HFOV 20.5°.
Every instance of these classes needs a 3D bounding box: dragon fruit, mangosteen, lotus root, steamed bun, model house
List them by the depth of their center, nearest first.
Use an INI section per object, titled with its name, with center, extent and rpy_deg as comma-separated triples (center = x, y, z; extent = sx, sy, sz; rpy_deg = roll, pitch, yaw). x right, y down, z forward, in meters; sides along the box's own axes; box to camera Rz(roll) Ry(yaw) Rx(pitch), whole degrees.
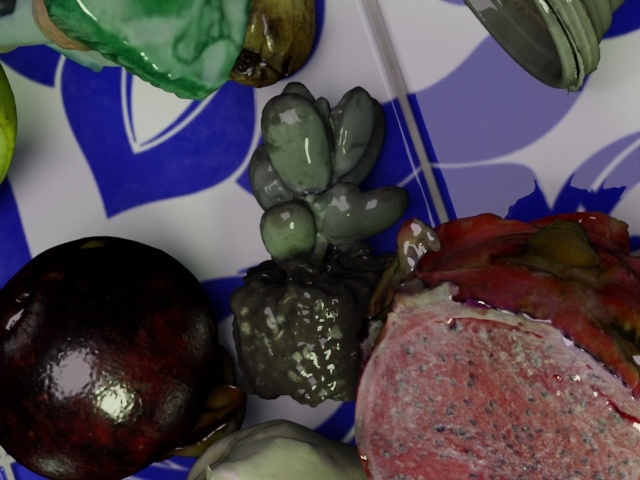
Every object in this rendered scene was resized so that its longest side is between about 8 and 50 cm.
[dragon fruit]
center = 0.197, 0.094, 1.413
extent = 0.296, 0.263, 0.314
rpy_deg = 14, 124, 23
[model house]
center = -0.213, -0.269, 1.536
extent = 0.325, 0.194, 0.267
rpy_deg = 3, 73, 48
[steamed bun]
center = -0.024, 0.301, 1.540
extent = 0.275, 0.206, 0.320
rpy_deg = 49, 134, 19
[lotus root]
center = -0.051, -0.230, 1.563
extent = 0.108, 0.094, 0.191
rpy_deg = 10, 88, -15
[mangosteen]
center = -0.179, 0.120, 1.586
extent = 0.265, 0.228, 0.228
rpy_deg = 35, 109, -30

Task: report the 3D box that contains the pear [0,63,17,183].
[pear]
center = -0.455, -0.140, 1.639
extent = 0.342, 0.238, 0.318
rpy_deg = -42, 69, 29

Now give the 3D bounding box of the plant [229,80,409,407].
[plant]
center = -0.001, 0.001, 1.532
extent = 0.149, 0.146, 0.275
rpy_deg = 5, 96, 21

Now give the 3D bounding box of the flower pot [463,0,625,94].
[flower pot]
center = 0.182, -0.247, 1.434
extent = 0.140, 0.235, 0.235
rpy_deg = -39, 81, -6
